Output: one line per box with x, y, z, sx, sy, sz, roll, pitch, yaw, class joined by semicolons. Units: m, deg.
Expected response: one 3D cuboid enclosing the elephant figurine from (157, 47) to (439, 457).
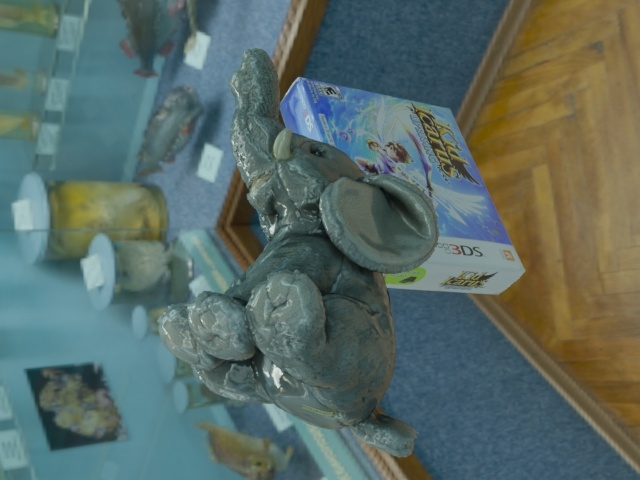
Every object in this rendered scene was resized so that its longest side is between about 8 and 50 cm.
0.000;0.000;0.615;0.169;0.186;0.239;5;54;26;elephant figurine

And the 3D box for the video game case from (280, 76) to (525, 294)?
0.097;-0.066;1.010;0.061;0.244;0.269;-49;48;41;video game case
